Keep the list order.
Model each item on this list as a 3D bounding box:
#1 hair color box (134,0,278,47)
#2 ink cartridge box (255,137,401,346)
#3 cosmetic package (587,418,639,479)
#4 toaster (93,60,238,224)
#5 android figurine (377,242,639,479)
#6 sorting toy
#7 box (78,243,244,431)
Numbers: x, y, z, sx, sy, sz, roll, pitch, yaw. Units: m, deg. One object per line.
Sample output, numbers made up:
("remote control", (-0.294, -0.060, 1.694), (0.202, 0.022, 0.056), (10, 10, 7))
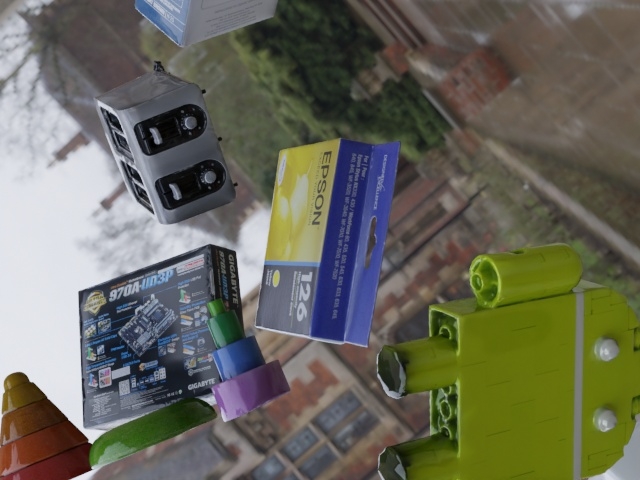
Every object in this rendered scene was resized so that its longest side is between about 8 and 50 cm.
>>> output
("hair color box", (-0.112, -0.424, 1.300), (0.105, 0.347, 0.174), (42, -133, 22))
("ink cartridge box", (0.000, 0.000, 1.621), (0.072, 0.304, 0.307), (12, 174, -23))
("cosmetic package", (0.404, 0.299, 1.167), (0.197, 0.155, 0.365), (45, 168, 20))
("toaster", (-0.204, -0.128, 1.375), (0.185, 0.110, 0.168), (32, 142, 59))
("android figurine", (0.174, 0.125, 0.870), (0.056, 0.273, 0.248), (20, 113, 61))
("sorting toy", (-0.197, 0.148, 1.021), (0.127, 0.365, 0.126), (-12, -102, -60))
("box", (-0.190, 0.118, 1.243), (0.051, 0.220, 0.175), (21, -124, -53))
